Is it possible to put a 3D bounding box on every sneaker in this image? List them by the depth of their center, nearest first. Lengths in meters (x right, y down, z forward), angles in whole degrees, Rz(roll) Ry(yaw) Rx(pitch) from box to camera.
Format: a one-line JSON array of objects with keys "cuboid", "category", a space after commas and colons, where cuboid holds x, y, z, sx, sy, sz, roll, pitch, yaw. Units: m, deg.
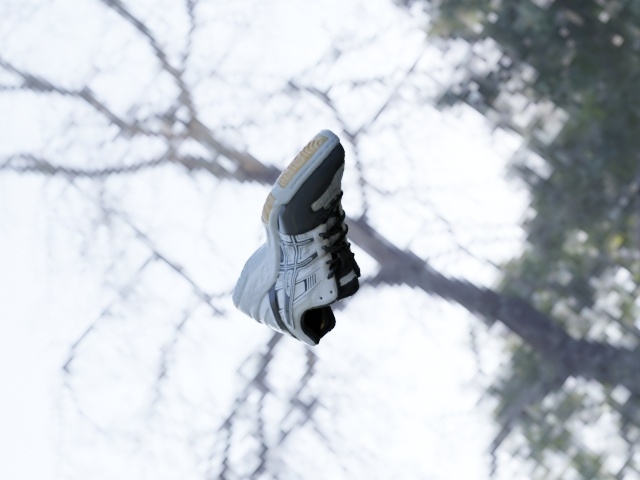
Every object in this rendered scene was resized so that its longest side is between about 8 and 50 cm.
[{"cuboid": [0.000, 0.000, 0.626, 0.032, 0.037, 0.083, -46, -17, -40], "category": "sneaker"}]
